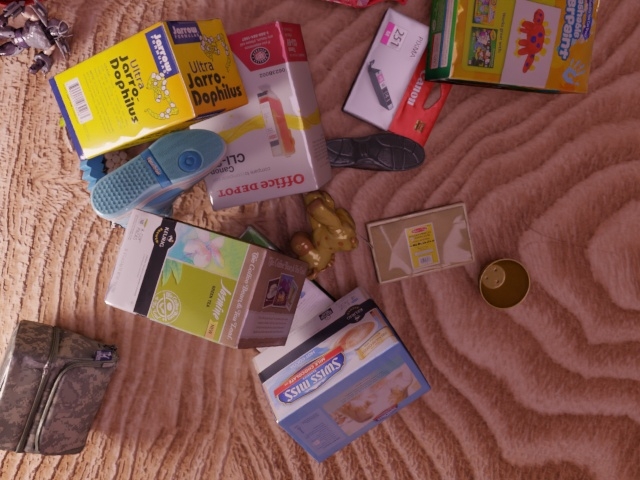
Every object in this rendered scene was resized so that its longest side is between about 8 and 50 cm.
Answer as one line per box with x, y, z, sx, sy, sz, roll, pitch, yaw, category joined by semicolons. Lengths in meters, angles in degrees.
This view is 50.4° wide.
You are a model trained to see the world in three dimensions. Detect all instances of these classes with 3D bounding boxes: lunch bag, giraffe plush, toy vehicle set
-0.665;0.370;1.684;0.256;0.212;0.305;19;98;-25;lunch bag
0.000;0.000;1.702;0.170;0.181;0.210;-43;84;14;giraffe plush
0.264;0.006;1.788;0.267;0.035;0.166;-12;101;-3;toy vehicle set

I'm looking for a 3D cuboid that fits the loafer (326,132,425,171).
0.127;-0.220;1.722;0.267;0.084;0.096;1;87;-9;loafer

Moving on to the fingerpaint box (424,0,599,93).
0.465;-0.589;1.621;0.371;0.163;0.445;1;100;-15;fingerpaint box

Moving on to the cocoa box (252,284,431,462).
0.051;0.333;1.691;0.347;0.228;0.231;-34;129;1;cocoa box

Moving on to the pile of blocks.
-0.546;-0.207;1.627;0.149;0.112;0.362;-22;98;-42;pile of blocks

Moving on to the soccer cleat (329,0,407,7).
0.059;-0.608;1.619;0.318;0.108;0.116;-8;82;-7;soccer cleat

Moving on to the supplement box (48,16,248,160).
-0.370;-0.322;1.463;0.356;0.194;0.195;-13;101;33;supplement box

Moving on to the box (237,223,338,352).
-0.141;0.148;1.765;0.322;0.058;0.232;43;94;-12;box

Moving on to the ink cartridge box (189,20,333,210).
-0.153;-0.286;1.597;0.279;0.160;0.384;-10;102;17;ink cartridge box

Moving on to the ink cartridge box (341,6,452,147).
0.215;-0.401;1.703;0.239;0.060;0.275;24;97;-8;ink cartridge box

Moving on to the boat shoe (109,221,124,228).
-0.463;-0.042;1.706;0.133;0.049;0.042;9;104;-5;boat shoe

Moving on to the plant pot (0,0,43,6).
-0.676;-0.639;1.511;0.191;0.191;0.174;-23;96;-1;plant pot

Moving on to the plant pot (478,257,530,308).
0.471;0.104;1.795;0.134;0.095;0.134;-1;100;-5;plant pot

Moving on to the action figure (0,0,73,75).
-0.707;-0.461;1.569;0.285;0.099;0.185;-9;134;6;action figure

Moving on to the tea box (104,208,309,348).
-0.237;0.093;1.530;0.323;0.329;0.220;15;87;16;tea box

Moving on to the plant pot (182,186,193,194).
-0.360;-0.165;1.669;0.109;0.109;0.096;-11;114;-4;plant pot

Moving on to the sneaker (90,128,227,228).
-0.348;-0.129;1.560;0.319;0.208;0.127;-27;73;-3;sneaker
